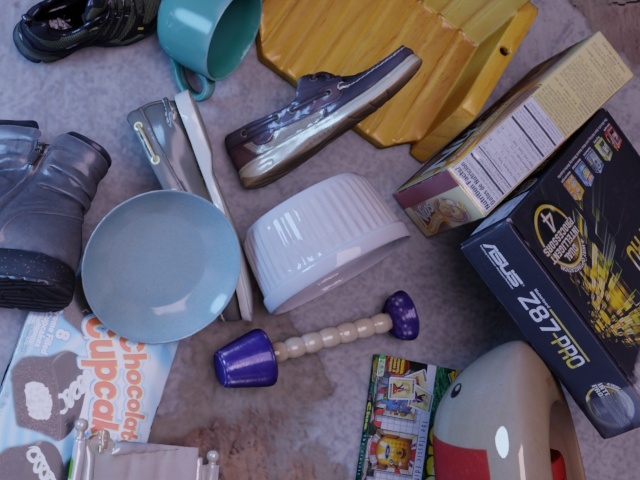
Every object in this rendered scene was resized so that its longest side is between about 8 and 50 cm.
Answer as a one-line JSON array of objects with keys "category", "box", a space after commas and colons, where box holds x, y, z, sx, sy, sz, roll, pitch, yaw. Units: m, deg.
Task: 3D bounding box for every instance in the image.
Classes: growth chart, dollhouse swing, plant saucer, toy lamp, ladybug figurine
[{"category": "growth chart", "box": [-0.212, 0.317, 1.382, 0.237, 0.021, 0.172, 21, 77, -42]}, {"category": "dollhouse swing", "box": [0.127, -0.335, 1.503, 0.347, 0.305, 0.315, 36, 72, -12]}, {"category": "plant saucer", "box": [-0.193, 0.028, 1.385, 0.195, 0.037, 0.195, -7, 109, -19]}, {"category": "toy lamp", "box": [-0.005, 0.133, 1.506, 0.275, 0.080, 0.080, -15, 87, -20]}, {"category": "ladybug figurine", "box": [0.251, 0.355, 1.480, 0.162, 0.305, 0.449, -11, 90, 21]}]

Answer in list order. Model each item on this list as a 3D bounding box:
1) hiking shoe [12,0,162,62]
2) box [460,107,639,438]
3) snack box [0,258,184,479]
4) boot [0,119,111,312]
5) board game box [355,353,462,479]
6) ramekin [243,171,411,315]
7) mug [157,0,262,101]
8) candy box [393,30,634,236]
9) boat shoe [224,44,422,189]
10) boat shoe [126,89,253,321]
[{"category": "hiking shoe", "box": [-0.273, -0.290, 1.454, 0.227, 0.114, 0.086, -27, 92, -21]}, {"category": "box", "box": [0.383, 0.030, 1.562, 0.318, 0.097, 0.395, 55, 40, -5]}, {"category": "snack box", "box": [-0.295, 0.192, 1.404, 0.187, 0.060, 0.322, 20, 76, -16]}, {"category": "boot", "box": [-0.433, -0.044, 1.373, 0.338, 0.118, 0.222, 10, 61, -6]}, {"category": "board game box", "box": [0.118, 0.293, 1.553, 0.136, 0.030, 0.259, 13, 78, -20]}, {"category": "ramekin", "box": [0.000, 0.000, 1.466, 0.207, 0.207, 0.109, -27, 81, -21]}, {"category": "mug", "box": [-0.157, -0.273, 1.485, 0.097, 0.129, 0.157, 29, 83, 16]}, {"category": "candy box", "box": [0.263, -0.144, 1.586, 0.316, 0.183, 0.087, -42, 96, -20]}, {"category": "boat shoe", "box": [-0.001, -0.176, 1.502, 0.285, 0.103, 0.092, -35, 86, 11]}, {"category": "boat shoe", "box": [-0.161, -0.034, 1.465, 0.091, 0.109, 0.305, -17, 95, 0]}]
